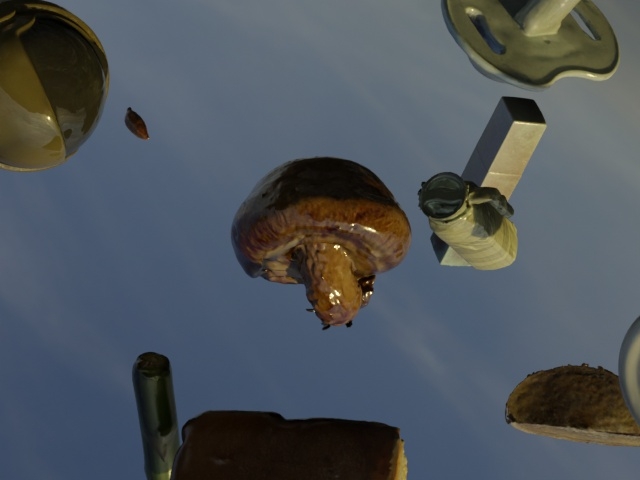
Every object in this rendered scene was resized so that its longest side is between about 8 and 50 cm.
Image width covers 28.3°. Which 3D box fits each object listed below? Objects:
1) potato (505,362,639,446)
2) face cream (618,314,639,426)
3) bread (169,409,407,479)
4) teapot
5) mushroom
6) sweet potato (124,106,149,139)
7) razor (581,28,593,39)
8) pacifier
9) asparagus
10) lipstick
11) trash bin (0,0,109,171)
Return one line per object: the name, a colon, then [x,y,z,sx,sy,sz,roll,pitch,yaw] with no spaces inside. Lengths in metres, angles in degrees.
potato: [0.431,0.276,2.110,0.261,0.120,0.100,8,157,1]
face cream: [0.482,0.145,1.509,0.201,0.201,0.187,45,-143,23]
bread: [-0.056,0.404,1.689,0.323,0.333,0.143,1,155,18]
teapot: [0.212,-0.026,1.694,0.200,0.107,0.077,35,-126,-56]
mushroom: [0.001,-0.004,1.839,0.263,0.283,0.195,-3,-138,6]
sweet potato: [-0.349,-0.219,2.404,0.034,0.034,0.095,17,-152,-47]
razor: [0.447,-0.381,2.267,0.135,0.068,0.040,38,169,0]
pacifier: [0.296,-0.319,1.659,0.287,0.226,0.238,-9,-117,-37]
asparagus: [-0.232,0.290,1.850,0.060,0.278,0.067,-20,-147,-31]
lipstick: [0.312,-0.105,2.392,0.076,0.372,0.080,4,-136,-21]
trash bin: [-0.388,-0.211,1.606,0.214,0.214,0.334,23,-172,-36]
